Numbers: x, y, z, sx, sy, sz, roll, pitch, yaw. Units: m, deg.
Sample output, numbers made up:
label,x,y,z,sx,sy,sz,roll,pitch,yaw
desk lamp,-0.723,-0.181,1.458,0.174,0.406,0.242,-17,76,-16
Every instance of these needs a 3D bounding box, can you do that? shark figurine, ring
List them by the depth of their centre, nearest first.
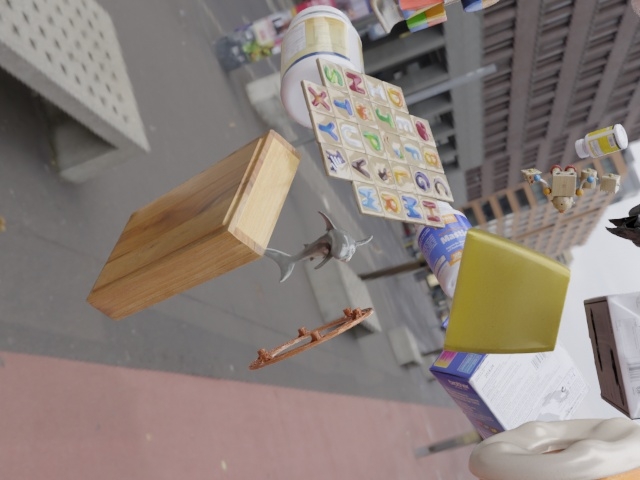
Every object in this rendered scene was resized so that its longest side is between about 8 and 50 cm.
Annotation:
label,x,y,z,sx,sy,sz,roll,pitch,yaw
shark figurine,-0.003,-0.004,1.842,0.166,0.278,0.116,-34,103,-37
ring,-0.027,0.229,1.987,0.032,0.336,0.336,65,7,2

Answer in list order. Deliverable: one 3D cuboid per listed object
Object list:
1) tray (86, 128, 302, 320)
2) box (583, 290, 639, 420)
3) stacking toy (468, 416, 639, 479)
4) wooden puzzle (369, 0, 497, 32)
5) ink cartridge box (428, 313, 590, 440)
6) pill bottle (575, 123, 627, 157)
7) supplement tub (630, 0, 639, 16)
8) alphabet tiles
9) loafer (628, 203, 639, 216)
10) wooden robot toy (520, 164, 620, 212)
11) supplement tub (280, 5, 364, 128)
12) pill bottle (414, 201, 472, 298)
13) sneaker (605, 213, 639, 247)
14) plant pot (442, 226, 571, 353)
label,x,y,z,sx,sy,sz,roll,pitch,yaw
tray,-0.215,-0.015,1.321,0.076,0.411,0.203,40,49,-27
box,0.455,0.157,1.188,0.290,0.087,0.169,30,51,-77
stacking toy,0.482,0.590,1.519,0.350,0.350,0.480,12,69,-82
wooden puzzle,0.295,-0.564,1.859,0.322,0.347,0.081,-10,79,-78
ink cartridge box,0.440,0.305,1.938,0.151,0.270,0.395,6,-42,56
pill bottle,0.710,-0.248,2.073,0.065,0.116,0.065,20,63,-45
supplement tub,0.714,-0.539,1.525,0.191,0.191,0.272,-8,118,-83
alphabet tiles,0.105,-0.161,1.384,0.342,0.011,0.285,8,61,-47
loafer,0.912,-0.101,2.264,0.061,0.170,0.062,32,63,-14
wooden robot toy,0.452,-0.090,1.491,0.076,0.173,0.079,-53,144,-63
supplement tub,0.005,-0.476,2.231,0.316,0.228,0.228,-92,162,-45
pill bottle,0.346,0.013,2.177,0.152,0.152,0.272,63,2,-47
sneaker,0.745,-0.024,1.860,0.089,0.170,0.051,42,62,-27
plant pot,0.338,0.098,1.468,0.212,0.187,0.212,-10,111,-77
